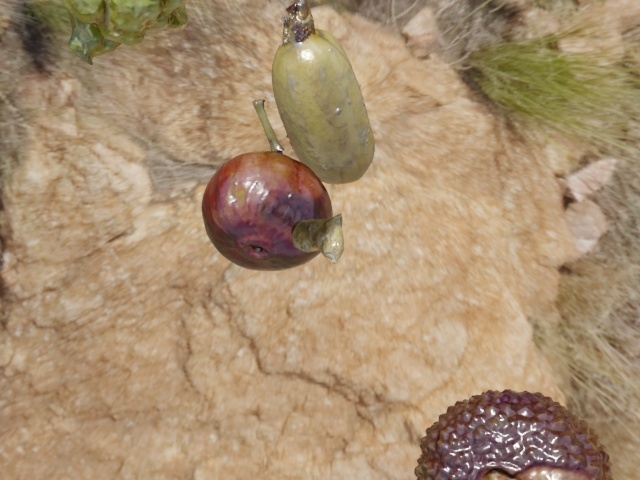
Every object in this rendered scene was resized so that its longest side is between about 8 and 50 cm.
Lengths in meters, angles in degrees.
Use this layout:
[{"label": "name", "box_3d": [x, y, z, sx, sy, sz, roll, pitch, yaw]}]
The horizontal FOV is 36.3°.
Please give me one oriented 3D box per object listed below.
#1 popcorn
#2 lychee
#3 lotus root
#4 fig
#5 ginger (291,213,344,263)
[{"label": "popcorn", "box_3d": [-0.296, -0.446, 1.513, 0.274, 0.279, 0.335, 19, 86, -35]}, {"label": "lychee", "box_3d": [0.190, 0.230, 0.939, 0.188, 0.188, 0.188, 0, 98, 1]}, {"label": "lotus root", "box_3d": [-0.005, -0.244, 1.664, 0.151, 0.169, 0.343, -20, 126, 4]}, {"label": "fig", "box_3d": [-0.076, -0.071, 1.544, 0.203, 0.249, 0.186, 16, 131, -3]}, {"label": "ginger", "box_3d": [0.002, -0.005, 1.276, 0.057, 0.137, 0.044, -32, 106, -15]}]
